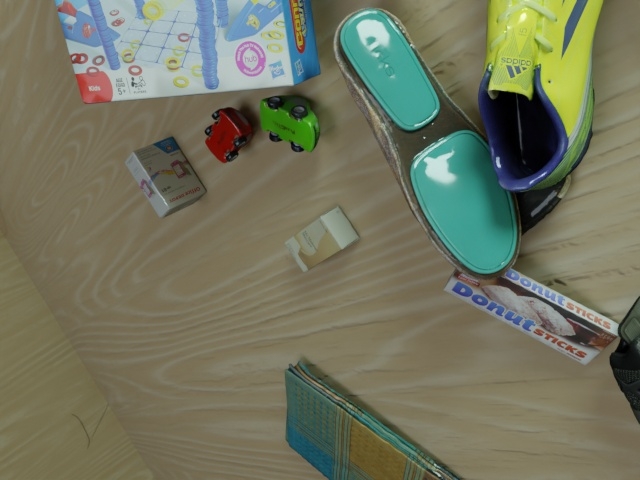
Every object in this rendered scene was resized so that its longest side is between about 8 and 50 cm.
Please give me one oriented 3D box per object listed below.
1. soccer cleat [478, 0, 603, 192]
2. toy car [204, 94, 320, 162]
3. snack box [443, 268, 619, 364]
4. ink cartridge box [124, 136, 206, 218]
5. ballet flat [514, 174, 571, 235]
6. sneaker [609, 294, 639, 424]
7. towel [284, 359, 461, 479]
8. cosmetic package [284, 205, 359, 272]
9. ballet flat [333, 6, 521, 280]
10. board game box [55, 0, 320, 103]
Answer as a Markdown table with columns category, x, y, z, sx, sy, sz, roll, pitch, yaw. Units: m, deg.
| category | x | y | z | sx | sy | sz | roll | pitch | yaw |
| --- | --- | --- | --- | --- | --- | --- | --- | --- | --- |
| soccer cleat | 0.178 | -0.177 | 0.500 | 0.094 | 0.121 | 0.288 | 12 | 124 | 44 |
| toy car | -0.081 | -0.188 | 0.834 | 0.225 | 0.053 | 0.238 | 29 | 140 | 28 |
| snack box | 0.232 | 0.074 | 0.666 | 0.178 | 0.022 | 0.064 | 28 | 139 | 8 |
| ink cartridge box | -0.279 | -0.114 | 1.081 | 0.052 | 0.089 | 0.122 | -28 | 95 | 50 |
| ballet flat | 0.210 | -0.025 | 0.653 | 0.173 | 0.049 | 0.057 | -53 | 45 | 47 |
| sneaker | 0.361 | 0.105 | 0.531 | 0.130 | 0.087 | 0.228 | 53 | 149 | -6 |
| towel | 0.080 | 0.408 | 1.110 | 0.370 | 0.040 | 0.271 | 30 | 136 | 28 |
| cosmetic package | 0.000 | 0.000 | 0.893 | 0.060 | 0.041 | 0.115 | 56 | 143 | 2 |
| ballet flat | 0.116 | -0.103 | 0.648 | 0.106 | 0.108 | 0.315 | 66 | 178 | -87 |
| board game box | -0.174 | -0.327 | 0.698 | 0.309 | 0.086 | 0.301 | 0 | 114 | 22 |
